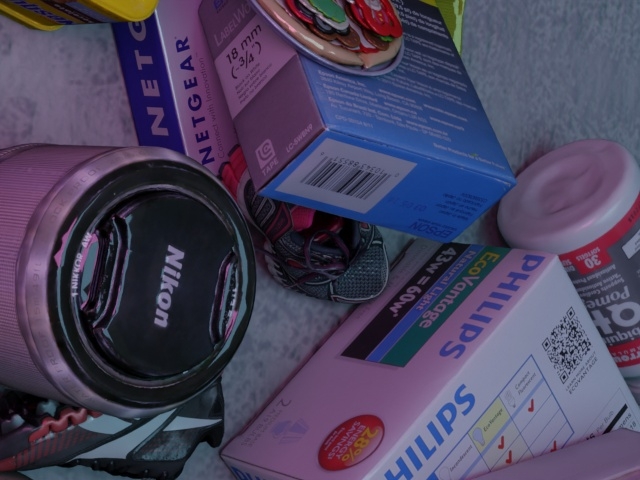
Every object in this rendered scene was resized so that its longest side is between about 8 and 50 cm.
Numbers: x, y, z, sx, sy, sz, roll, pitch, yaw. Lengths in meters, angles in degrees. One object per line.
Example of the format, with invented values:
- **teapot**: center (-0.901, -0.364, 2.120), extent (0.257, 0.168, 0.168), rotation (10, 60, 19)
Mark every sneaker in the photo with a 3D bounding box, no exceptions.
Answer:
- **sneaker**: center (0.000, 0.000, 1.600), extent (0.121, 0.112, 0.299), rotation (-49, 148, -2)
- **sneaker**: center (-0.195, 0.180, 1.511), extent (0.276, 0.097, 0.135), rotation (-17, 103, -39)

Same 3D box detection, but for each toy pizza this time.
- **toy pizza**: center (0.000, -0.228, 1.422), extent (0.201, 0.032, 0.201), rotation (29, 38, -25)

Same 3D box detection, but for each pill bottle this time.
- **pill bottle**: center (0.354, 0.049, 1.904), extent (0.176, 0.176, 0.318), rotation (-51, 123, -24)

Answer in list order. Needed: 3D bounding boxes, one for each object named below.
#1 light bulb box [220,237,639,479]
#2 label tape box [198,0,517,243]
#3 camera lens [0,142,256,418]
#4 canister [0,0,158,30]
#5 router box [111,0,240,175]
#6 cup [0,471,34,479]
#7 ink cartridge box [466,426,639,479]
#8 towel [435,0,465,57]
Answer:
- **light bulb box**: center (0.150, 0.247, 1.722), extent (0.358, 0.225, 0.361), rotation (-46, 120, -26)
- **label tape box**: center (0.019, -0.175, 1.512), extent (0.240, 0.106, 0.334), rotation (14, 45, -40)
- **camera lens**: center (-0.205, 0.028, 1.370), extent (0.219, 0.274, 0.219), rotation (-4, 96, -39)
- **canister**: center (-0.229, -0.233, 1.393), extent (0.126, 0.170, 0.073), rotation (27, 77, -38)
- **router box**: center (-0.065, -0.255, 1.584), extent (0.301, 0.082, 0.335), rotation (-23, 109, -36)
- **cup**: center (-0.273, 0.373, 1.377), extent (0.331, 0.237, 0.331), rotation (-5, 98, -39)
- **ink cartridge box**: center (0.273, 0.405, 1.594), extent (0.279, 0.160, 0.385), rotation (-12, 105, -38)
- **towel**: center (0.118, -0.158, 1.787), extent (0.102, 0.021, 0.237), rotation (-1, 95, -41)
